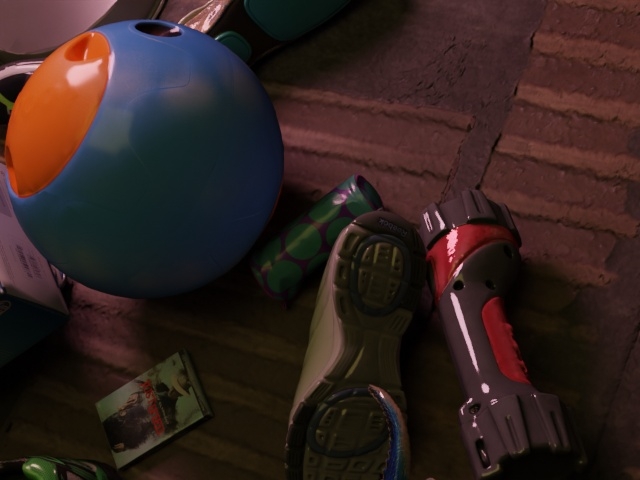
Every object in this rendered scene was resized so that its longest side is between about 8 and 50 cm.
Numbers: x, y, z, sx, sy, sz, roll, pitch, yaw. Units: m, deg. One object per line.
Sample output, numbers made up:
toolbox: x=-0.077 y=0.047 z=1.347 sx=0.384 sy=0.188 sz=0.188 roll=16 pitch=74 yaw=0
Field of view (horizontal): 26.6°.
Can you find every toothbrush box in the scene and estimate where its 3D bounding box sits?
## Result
toothbrush box: x=-0.448 y=0.064 z=1.471 sx=0.295 sy=0.126 sz=0.216 roll=-34 pitch=62 yaw=12

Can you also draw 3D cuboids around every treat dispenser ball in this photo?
treat dispenser ball: x=-0.181 y=-0.083 z=1.404 sx=0.288 sy=0.288 sz=0.288 roll=-10 pitch=64 yaw=21

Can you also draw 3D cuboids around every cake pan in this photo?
cake pan: x=-0.324 y=-0.336 z=1.728 sx=0.293 sy=0.054 sz=0.293 roll=-10 pitch=64 yaw=21

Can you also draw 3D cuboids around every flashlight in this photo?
flashlight: x=0.164 y=0.089 z=1.233 sx=0.103 sy=0.103 sz=0.304 roll=-42 pitch=40 yaw=25

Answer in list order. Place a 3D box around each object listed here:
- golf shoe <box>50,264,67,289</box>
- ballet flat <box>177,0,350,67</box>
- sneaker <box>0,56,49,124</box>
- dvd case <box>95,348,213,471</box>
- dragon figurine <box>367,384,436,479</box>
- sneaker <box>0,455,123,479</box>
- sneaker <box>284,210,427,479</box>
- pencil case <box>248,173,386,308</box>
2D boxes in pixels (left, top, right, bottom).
golf shoe: x=-0.367 y=0.001 z=1.576 sx=0.176 sy=0.086 sz=0.069 roll=37 pitch=88 yaw=35
ballet flat: x=-0.087 y=-0.263 z=1.556 sx=0.316 sy=0.107 sz=0.106 roll=-34 pitch=44 yaw=8
sneaker: x=-0.319 y=-0.165 z=1.629 sx=0.234 sy=0.084 sz=0.097 roll=-13 pitch=64 yaw=20
dvd case: x=-0.179 y=0.181 z=1.447 sx=0.119 sy=0.013 sz=0.087 roll=-31 pitch=58 yaw=9
dragon figurine: x=0.060 y=0.280 z=1.204 sx=0.144 sy=0.085 sz=0.289 roll=-23 pitch=85 yaw=-6
sneaker: x=-0.383 y=0.292 z=1.415 sx=0.343 sy=0.146 sz=0.134 roll=-23 pitch=60 yaw=16
sneaker: x=0.032 y=0.117 z=1.325 sx=0.111 sy=0.129 sz=0.297 roll=15 pitch=91 yaw=-10
pencil case: x=0.000 y=0.000 z=1.413 sx=0.151 sy=0.070 sz=0.064 roll=-36 pitch=17 yaw=8
